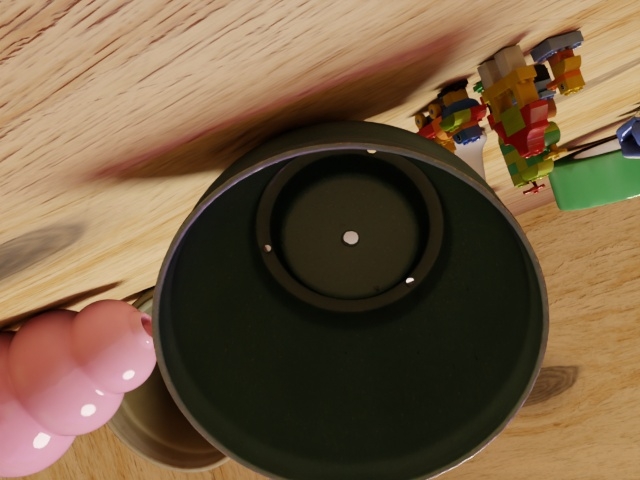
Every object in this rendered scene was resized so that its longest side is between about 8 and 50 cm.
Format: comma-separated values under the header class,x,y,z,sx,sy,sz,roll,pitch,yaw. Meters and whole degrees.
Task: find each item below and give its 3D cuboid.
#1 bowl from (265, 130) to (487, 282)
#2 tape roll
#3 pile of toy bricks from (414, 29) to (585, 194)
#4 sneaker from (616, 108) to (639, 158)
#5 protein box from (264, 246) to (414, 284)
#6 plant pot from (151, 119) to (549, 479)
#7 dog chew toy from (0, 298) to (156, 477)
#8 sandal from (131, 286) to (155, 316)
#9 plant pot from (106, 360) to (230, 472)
class,x,y,z,sx,sy,sz,roll,pitch,yaw
bowl,0.069,-0.013,1.412,0.297,0.134,0.298,-18,175,-2
tape roll,0.527,-0.133,1.991,0.321,0.077,0.321,-18,-176,1
pile of toy bricks,0.164,-0.090,1.031,0.118,0.105,0.212,-18,176,-20
sneaker,0.497,-0.154,1.677,0.131,0.112,0.296,-18,175,-6
protein box,0.023,0.032,1.660,0.201,0.136,0.200,-19,180,0
plant pot,0.023,0.027,0.998,0.293,0.293,0.196,-20,-158,10
dog chew toy,-0.365,0.190,1.704,0.331,0.207,0.206,-29,173,20
sandal,-0.180,0.092,1.931,0.302,0.086,0.120,-21,175,24
plant pot,-0.221,0.227,2.329,0.323,0.323,0.280,-22,-168,29
